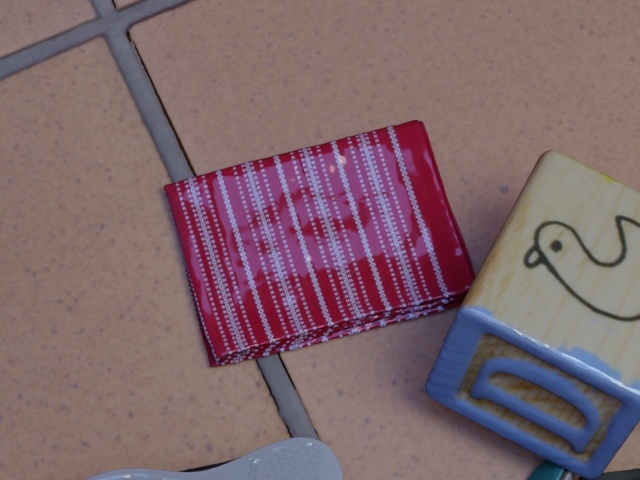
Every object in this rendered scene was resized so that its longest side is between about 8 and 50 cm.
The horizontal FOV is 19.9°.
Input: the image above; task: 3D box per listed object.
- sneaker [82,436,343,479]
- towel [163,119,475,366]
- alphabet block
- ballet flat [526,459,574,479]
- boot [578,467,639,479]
[{"bbox_3d":[-0.132,0.265,1.663,0.296,0.147,0.104,-12,68,-20],"label":"sneaker"},{"bbox_3d":[0.000,0.000,1.805,0.275,0.031,0.199,-15,75,-4],"label":"towel"},{"bbox_3d":[0.231,0.071,1.684,0.192,0.193,0.197,27,61,5],"label":"alphabet block"},{"bbox_3d":[0.197,0.278,1.732,0.052,0.057,0.168,42,81,-21],"label":"ballet flat"},{"bbox_3d":[0.306,0.315,1.668,0.076,0.190,0.208,20,64,-34],"label":"boot"}]
